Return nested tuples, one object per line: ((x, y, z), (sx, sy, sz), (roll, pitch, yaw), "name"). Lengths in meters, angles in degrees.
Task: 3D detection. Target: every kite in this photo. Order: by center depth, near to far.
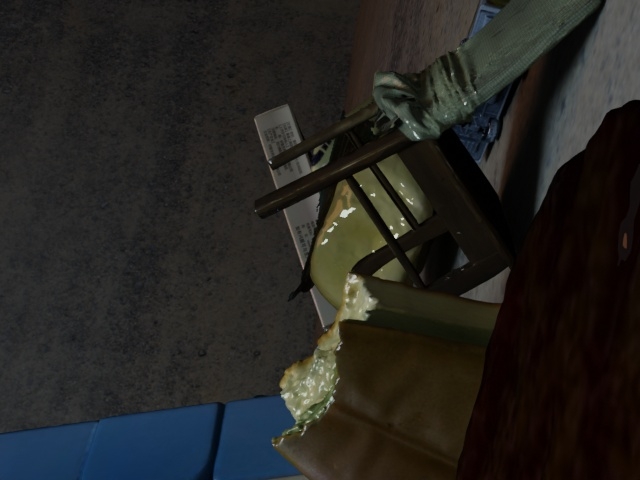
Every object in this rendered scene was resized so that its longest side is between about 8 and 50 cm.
((0.069, -0.072, 1.275), (0.368, 0.014, 0.406), (-55, -19, 3), "kite")

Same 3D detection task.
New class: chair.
((0.119, -0.076, 0.881), (0.186, 0.319, 0.160), (54, -164, -18), "chair")

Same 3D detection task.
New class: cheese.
((0.080, -0.020, 1.193), (0.226, 0.117, 0.214), (-66, -12, 18), "cheese")

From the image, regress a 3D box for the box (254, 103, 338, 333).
((0.000, 0.000, 1.534), (0.214, 0.069, 0.353), (63, -174, -63), "box")

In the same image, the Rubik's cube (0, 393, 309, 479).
((-0.109, 0.365, 0.841), (0.347, 0.345, 0.346), (-88, -14, -60), "Rubik's cube")

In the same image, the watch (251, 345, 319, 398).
((0.041, 0.200, 1.194), (0.193, 0.211, 0.211), (-57, 11, 19), "watch")

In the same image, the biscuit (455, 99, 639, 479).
((0.127, 0.151, 0.394), (0.407, 0.091, 0.407), (-172, 90, -85), "biscuit")

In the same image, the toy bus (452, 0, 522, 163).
((0.156, -0.161, 1.013), (0.190, 0.064, 0.075), (104, 180, -53), "toy bus")

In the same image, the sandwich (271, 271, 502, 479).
((0.057, 0.147, 0.755), (0.108, 0.186, 0.220), (-82, 3, -69), "sandwich")

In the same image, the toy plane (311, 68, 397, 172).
((0.062, -0.156, 1.506), (0.242, 0.104, 0.256), (-18, 33, 45), "toy plane")
